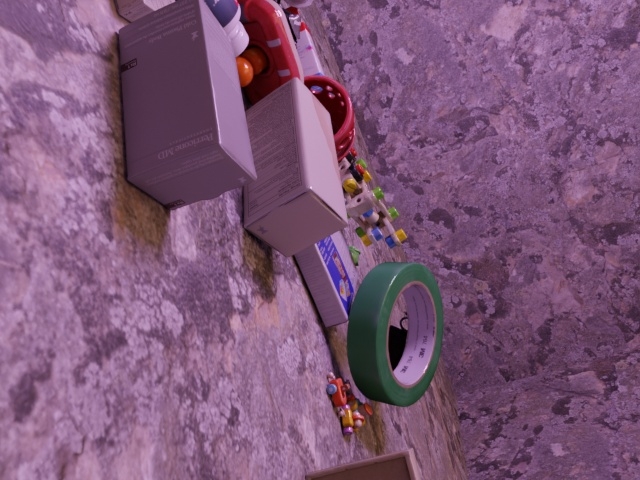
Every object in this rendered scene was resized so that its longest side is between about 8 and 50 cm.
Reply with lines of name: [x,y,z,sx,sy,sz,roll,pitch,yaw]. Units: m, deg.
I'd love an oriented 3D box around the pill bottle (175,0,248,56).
pill bottle: [-0.196,-0.391,0.909,0.180,0.108,0.107,55,21,-50]

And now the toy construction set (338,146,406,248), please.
toy construction set: [0.099,-0.121,1.460,0.215,0.151,0.327,49,1,-33]

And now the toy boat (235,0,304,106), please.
toy boat: [-0.135,-0.351,1.090,0.151,0.151,0.231,-48,132,-34]

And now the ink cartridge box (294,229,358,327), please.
ink cartridge box: [0.000,0.000,1.263,0.303,0.072,0.307,-61,129,-70]

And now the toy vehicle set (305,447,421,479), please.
toy vehicle set: [0.086,0.453,0.782,0.035,0.166,0.266,40,34,-66]

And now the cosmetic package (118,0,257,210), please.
cosmetic package: [-0.169,-0.171,0.686,0.107,0.127,0.237,48,25,-60]

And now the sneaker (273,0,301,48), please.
sneaker: [-0.084,-0.486,1.307,0.234,0.106,0.078,64,18,-16]

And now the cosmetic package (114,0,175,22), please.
cosmetic package: [-0.244,-0.332,0.778,0.115,0.041,0.060,3,69,-76]

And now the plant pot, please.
plant pot: [-0.008,-0.281,1.356,0.174,0.191,0.191,59,16,-74]

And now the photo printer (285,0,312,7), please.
photo printer: [-0.138,-0.704,1.307,0.308,0.107,0.256,16,40,-53]

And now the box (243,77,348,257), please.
box: [-0.055,-0.141,1.018,0.121,0.148,0.311,39,33,-42]

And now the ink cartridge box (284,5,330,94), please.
ink cartridge box: [-0.076,-0.471,1.429,0.078,0.134,0.230,-16,88,-77]

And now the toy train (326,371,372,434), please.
toy train: [0.065,0.326,1.120,0.166,0.046,0.125,33,40,-68]

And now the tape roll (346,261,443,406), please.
tape roll: [0.179,0.209,1.248,0.321,0.077,0.321,-1,92,-53]

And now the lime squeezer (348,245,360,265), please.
lime squeezer: [0.090,0.064,1.551,0.310,0.059,0.109,-61,130,-73]

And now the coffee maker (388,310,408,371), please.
coffee maker: [0.209,0.285,1.483,0.120,0.171,0.178,51,4,13]
